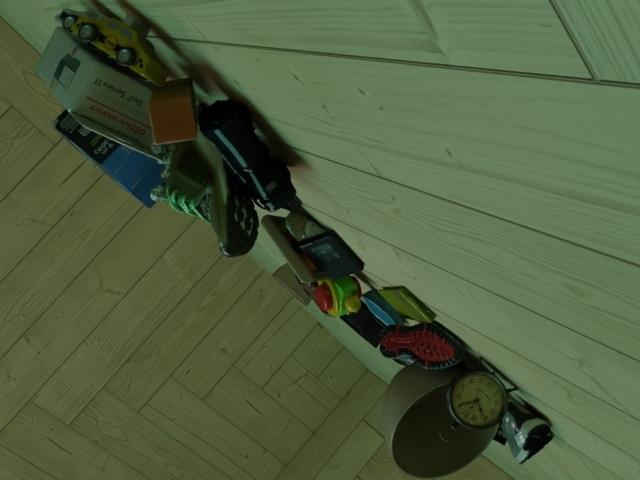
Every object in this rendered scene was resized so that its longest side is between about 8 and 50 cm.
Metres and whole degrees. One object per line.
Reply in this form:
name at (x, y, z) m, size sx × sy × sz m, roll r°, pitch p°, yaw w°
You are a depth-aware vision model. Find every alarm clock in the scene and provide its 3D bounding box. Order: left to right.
alarm clock at (0.329, 0.362, 1.695) m, size 0.129 × 0.192 × 0.064 m, roll 42°, pitch 173°, yaw 4°

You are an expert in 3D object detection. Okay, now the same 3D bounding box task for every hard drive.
hard drive at (0.027, 0.037, 1.797) m, size 0.094 × 0.022 × 0.135 m, roll -20°, pitch 129°, yaw 31°

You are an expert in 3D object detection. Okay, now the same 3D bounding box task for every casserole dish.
casserole dish at (0.171, 0.186, 2.048) m, size 0.114 × 0.037 × 0.188 m, roll 37°, pitch 170°, yaw 28°

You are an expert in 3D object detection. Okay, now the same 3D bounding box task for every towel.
towel at (0.197, 0.146, 1.792) m, size 0.102 × 0.021 × 0.237 m, roll 45°, pitch 172°, yaw -3°

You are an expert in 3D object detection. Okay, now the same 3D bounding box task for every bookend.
bookend at (0.144, 0.258, 2.416) m, size 0.156 × 0.072 × 0.157 m, roll 40°, pitch 171°, yaw 4°

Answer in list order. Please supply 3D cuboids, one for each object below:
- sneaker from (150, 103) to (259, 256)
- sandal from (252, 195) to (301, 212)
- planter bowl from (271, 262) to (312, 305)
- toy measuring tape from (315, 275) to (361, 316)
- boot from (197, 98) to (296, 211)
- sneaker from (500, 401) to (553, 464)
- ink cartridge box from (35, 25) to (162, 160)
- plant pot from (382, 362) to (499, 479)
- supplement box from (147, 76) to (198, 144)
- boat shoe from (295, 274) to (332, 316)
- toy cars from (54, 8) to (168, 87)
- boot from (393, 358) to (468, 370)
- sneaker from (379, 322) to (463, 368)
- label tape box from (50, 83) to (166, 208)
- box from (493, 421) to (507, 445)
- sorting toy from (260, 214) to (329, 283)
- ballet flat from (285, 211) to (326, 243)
sneaker at (-0.250, -0.097, 1.573) m, size 0.158 × 0.182 × 0.410 m, roll 56°, pitch -173°, yaw -47°
sandal at (-0.129, -0.108, 1.832) m, size 0.097 × 0.054 × 0.254 m, roll 45°, pitch 171°, yaw -23°
planter bowl at (-0.071, 0.130, 2.608) m, size 0.162 × 0.109 × 0.162 m, roll 40°, pitch 171°, yaw 8°
toy measuring tape at (0.019, 0.114, 2.049) m, size 0.121 × 0.121 × 0.330 m, roll 47°, pitch 177°, yaw -36°
boot at (-0.143, -0.174, 1.448) m, size 0.207 × 0.094 × 0.246 m, roll 55°, pitch 179°, yaw -22°
sneaker at (0.485, 0.454, 1.845) m, size 0.108 × 0.100 × 0.272 m, roll 48°, pitch 171°, yaw 32°
ink cartridge box at (-0.446, -0.314, 1.635) m, size 0.207 × 0.119 × 0.353 m, roll 24°, pitch -167°, yaw -43°
plant pot at (0.263, 0.404, 1.872) m, size 0.284 × 0.284 × 0.191 m, roll 47°, pitch -178°, yaw -32°
supplement box at (-0.267, -0.240, 1.411) m, size 0.233 × 0.078 × 0.080 m, roll -115°, pitch 16°, yaw -70°
boat shoe at (-0.003, 0.139, 2.336) m, size 0.104 × 0.111 × 0.307 m, roll 45°, pitch 171°, yaw -28°
toy cars at (-0.393, -0.393, 1.484) m, size 0.176 × 0.087 × 0.393 m, roll 32°, pitch -177°, yaw -32°
boot at (0.293, 0.315, 2.052) m, size 0.263 × 0.091 × 0.229 m, roll 37°, pitch 166°, yaw 0°
sneaker at (0.257, 0.239, 1.820) m, size 0.125 × 0.104 × 0.261 m, roll 4°, pitch 180°, yaw -33°
label tape box at (-0.451, -0.265, 1.858) m, size 0.333 × 0.241 × 0.106 m, roll 36°, pitch 168°, yaw 30°
box at (0.403, 0.494, 2.257) m, size 0.270 × 0.060 × 0.216 m, roll 34°, pitch 171°, yaw -38°
sorting toy at (-0.049, 0.015, 1.880) m, size 0.193 × 0.038 × 0.208 m, roll 55°, pitch -165°, yaw 8°
ballet flat at (0.000, 0.000, 1.829) m, size 0.067 × 0.073 × 0.206 m, roll -7°, pitch 141°, yaw 42°
